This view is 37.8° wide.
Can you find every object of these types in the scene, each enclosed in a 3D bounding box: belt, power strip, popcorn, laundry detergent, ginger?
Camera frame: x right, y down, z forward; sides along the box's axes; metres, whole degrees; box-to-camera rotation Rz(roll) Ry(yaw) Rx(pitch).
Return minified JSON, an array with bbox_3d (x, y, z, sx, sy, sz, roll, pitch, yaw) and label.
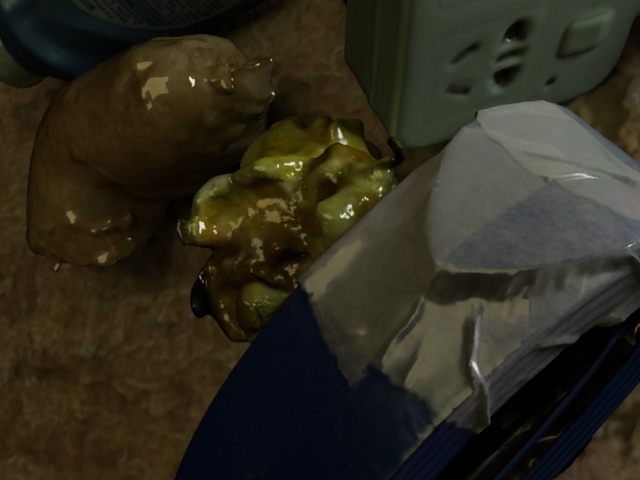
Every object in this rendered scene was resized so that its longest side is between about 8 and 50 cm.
[{"bbox_3d":[0.059,0.090,0.520,0.347,0.212,0.117,-51,55,14],"label":"belt"},{"bbox_3d":[0.141,-0.197,0.557,0.261,0.229,0.141,-19,60,-12],"label":"power strip"},{"bbox_3d":[-0.001,-0.010,0.596,0.174,0.195,0.168,-13,71,20],"label":"popcorn"},{"bbox_3d":[-0.178,-0.211,0.795,0.290,0.143,0.094,-22,51,26],"label":"laundry detergent"},{"bbox_3d":[-0.140,-0.080,0.740,0.267,0.138,0.152,-42,72,29],"label":"ginger"}]

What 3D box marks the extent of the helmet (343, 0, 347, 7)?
[{"bbox_3d":[0.047,-0.189,0.701,0.089,0.057,0.111,-8,71,-15],"label":"helmet"}]
